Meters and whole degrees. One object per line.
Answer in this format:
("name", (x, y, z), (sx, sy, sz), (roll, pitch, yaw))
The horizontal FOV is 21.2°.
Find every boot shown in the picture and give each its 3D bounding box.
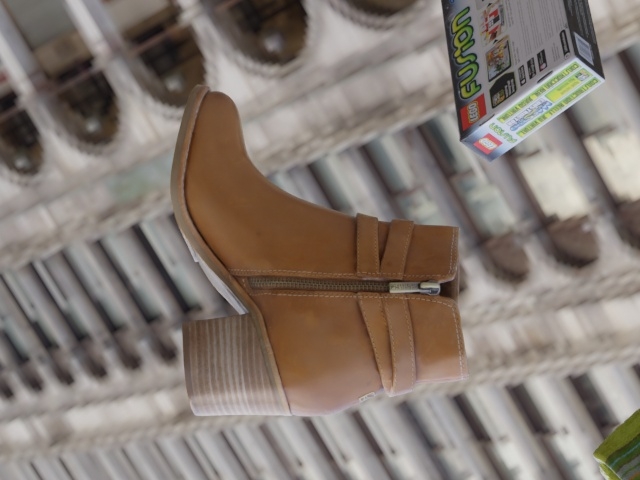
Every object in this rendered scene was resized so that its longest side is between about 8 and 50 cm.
("boot", (0.000, 0.000, 0.934), (0.152, 0.197, 0.073), (-8, 163, 5))

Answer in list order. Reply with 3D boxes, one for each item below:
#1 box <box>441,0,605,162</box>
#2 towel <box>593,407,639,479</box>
("box", (0.148, -0.168, 1.301), (0.114, 0.036, 0.207), (-36, -142, 31))
("towel", (0.218, 0.118, 0.693), (0.102, 0.021, 0.237), (-46, -139, -3))
